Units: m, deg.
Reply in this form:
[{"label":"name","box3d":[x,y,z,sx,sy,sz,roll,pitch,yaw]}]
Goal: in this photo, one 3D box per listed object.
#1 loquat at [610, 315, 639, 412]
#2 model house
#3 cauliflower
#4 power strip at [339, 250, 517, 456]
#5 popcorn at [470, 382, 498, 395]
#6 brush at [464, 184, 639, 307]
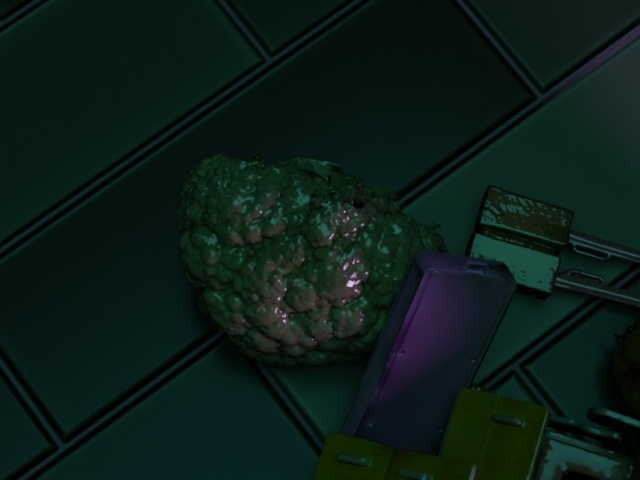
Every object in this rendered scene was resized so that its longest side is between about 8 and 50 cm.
[{"label":"loquat","box3d":[0.375,0.136,1.724,0.137,0.113,0.137,-8,67,18]},{"label":"model house","box3d":[0.149,0.261,1.561,0.324,0.340,0.300,16,77,1]},{"label":"cauliflower","box3d":[0.000,0.000,1.709,0.272,0.275,0.250,-10,41,13]},{"label":"power strip","box3d":[0.105,0.128,1.653,0.109,0.279,0.037,7,31,-25]},{"label":"popcorn","box3d":[0.163,0.191,1.730,0.060,0.068,0.083,6,112,23]},{"label":"brush","box3d":[0.279,0.023,1.785,0.233,0.047,0.103,17,75,1]}]
